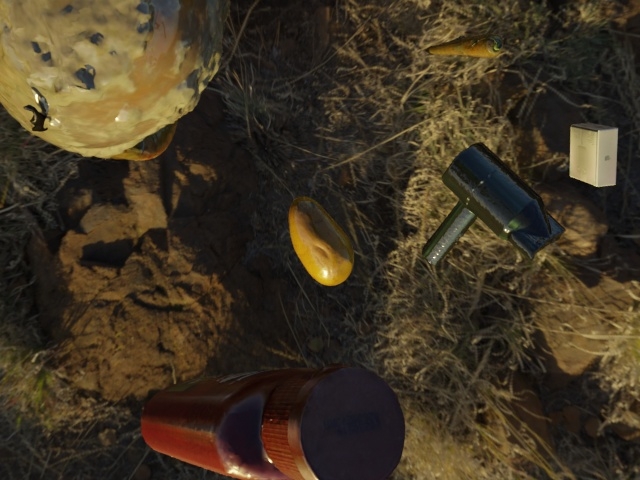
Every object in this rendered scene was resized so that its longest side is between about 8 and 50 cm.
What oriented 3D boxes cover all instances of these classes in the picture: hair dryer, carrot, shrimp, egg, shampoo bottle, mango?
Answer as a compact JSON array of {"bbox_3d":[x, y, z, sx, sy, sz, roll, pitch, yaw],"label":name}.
[{"bbox_3d":[0.330,-0.016,1.239,0.116,0.302,0.244,-22,64,-38],"label":"hair dryer"},{"bbox_3d":[0.291,-0.401,1.233,0.049,0.254,0.049,-7,107,-23],"label":"carrot"},{"bbox_3d":[-0.345,-0.209,1.110,0.068,0.249,0.150,22,119,13],"label":"shrimp"},{"bbox_3d":[-0.242,-0.238,0.650,0.279,0.279,0.310,44,131,-10],"label":"egg"},{"bbox_3d":[-0.053,0.140,0.462,0.118,0.314,0.076,4,75,-27],"label":"shampoo bottle"},{"bbox_3d":[0.000,0.000,1.374,0.109,0.147,0.228,-33,107,-33],"label":"mango"}]

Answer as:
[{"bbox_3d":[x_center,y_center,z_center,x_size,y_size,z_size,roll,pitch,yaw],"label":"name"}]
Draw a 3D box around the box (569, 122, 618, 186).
[{"bbox_3d":[0.639,-0.204,1.395,0.051,0.130,0.129,-7,107,-1],"label":"box"}]
